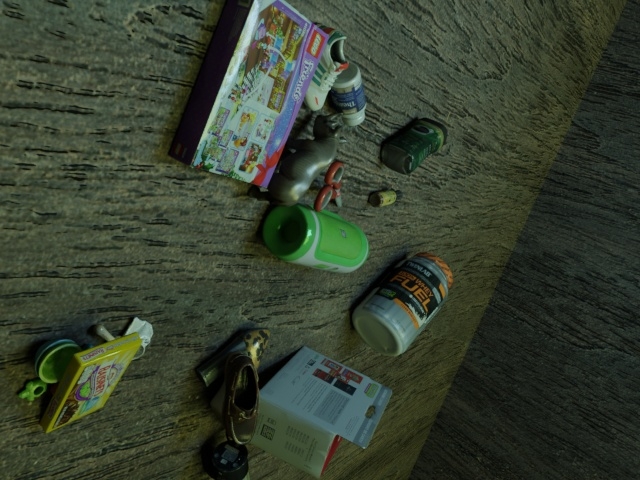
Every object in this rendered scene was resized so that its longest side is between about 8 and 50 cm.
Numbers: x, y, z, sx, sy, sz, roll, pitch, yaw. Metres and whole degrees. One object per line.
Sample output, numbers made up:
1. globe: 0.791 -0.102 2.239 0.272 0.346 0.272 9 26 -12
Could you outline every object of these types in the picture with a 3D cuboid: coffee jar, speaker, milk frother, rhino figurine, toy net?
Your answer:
1. coffee jar: 0.244 -0.245 1.435 0.184 0.096 0.079 -38 146 -34
2. speaker: 0.000 0.000 1.231 0.296 0.131 0.131 17 100 -60
3. milk frother: -0.201 0.526 1.353 0.143 0.129 0.134 -29 134 -34
4. rhino figurine: -0.029 -0.160 1.071 0.243 0.106 0.073 -51 149 -18
5. toy net: -0.361 0.194 0.913 0.232 0.045 0.122 -5 118 -56

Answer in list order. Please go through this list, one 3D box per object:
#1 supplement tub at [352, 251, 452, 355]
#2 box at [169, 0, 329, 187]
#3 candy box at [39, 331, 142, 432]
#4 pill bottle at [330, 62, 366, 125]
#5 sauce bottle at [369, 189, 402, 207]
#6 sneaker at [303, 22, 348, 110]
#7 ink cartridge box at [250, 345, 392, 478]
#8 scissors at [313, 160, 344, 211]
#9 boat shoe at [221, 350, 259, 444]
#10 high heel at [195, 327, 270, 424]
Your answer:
1. supplement tub: 0.260 0.186 1.720 0.316 0.194 0.193 -43 145 -31
2. box: -0.111 -0.244 0.924 0.201 0.057 0.293 11 105 -58
3. candy box: -0.362 0.224 0.880 0.105 0.027 0.206 -20 154 -52
4. pill bottle: 0.056 -0.292 1.134 0.067 0.067 0.120 -50 148 -20
5. sauce bottle: 0.178 -0.116 1.497 0.128 0.042 0.042 -21 131 -51
6. sneaker: 0.010 -0.312 1.037 0.057 0.075 0.161 -27 135 -45
7. ink cartridge box: 0.005 0.418 1.366 0.309 0.272 0.130 -28 138 -68
8. scissors: 0.039 -0.113 1.209 0.109 0.021 0.297 -67 169 9
9. boat shoe: -0.164 0.338 1.169 0.073 0.073 0.206 -11 106 -29
10. high heel: -0.163 0.326 1.273 0.186 0.093 0.261 -35 132 -28
